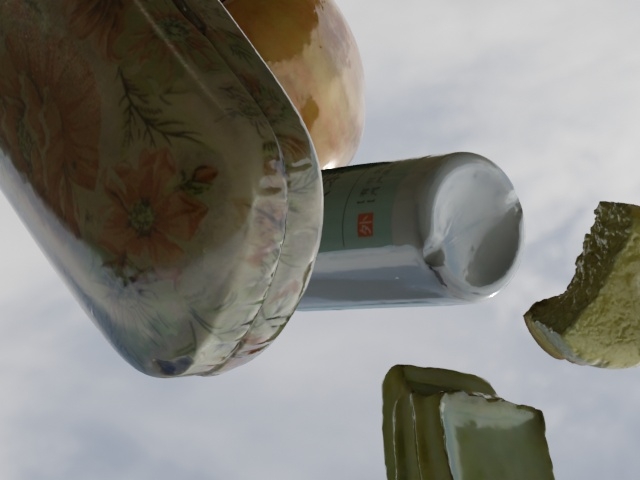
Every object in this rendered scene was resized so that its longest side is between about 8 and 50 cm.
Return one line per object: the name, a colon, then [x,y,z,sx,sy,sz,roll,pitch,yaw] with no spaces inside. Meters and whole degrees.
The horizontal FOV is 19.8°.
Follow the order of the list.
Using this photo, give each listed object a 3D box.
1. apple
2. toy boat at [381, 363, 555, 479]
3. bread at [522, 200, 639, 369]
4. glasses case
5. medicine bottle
apple: [-0.079,-0.149,1.780,0.242,0.241,0.242,-10,-140,9]
toy boat: [0.104,0.204,1.152,0.111,0.276,0.084,12,151,-34]
bread: [0.267,0.049,1.606,0.156,0.125,0.086,-57,-167,-5]
glasses case: [-0.136,-0.112,0.930,0.098,0.156,0.425,-6,-132,-41]
medicine bottle: [0.000,0.000,1.420,0.110,0.110,0.352,-36,-161,-35]
